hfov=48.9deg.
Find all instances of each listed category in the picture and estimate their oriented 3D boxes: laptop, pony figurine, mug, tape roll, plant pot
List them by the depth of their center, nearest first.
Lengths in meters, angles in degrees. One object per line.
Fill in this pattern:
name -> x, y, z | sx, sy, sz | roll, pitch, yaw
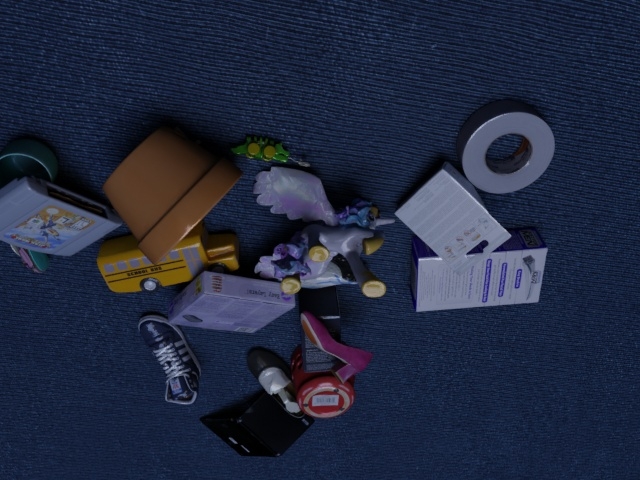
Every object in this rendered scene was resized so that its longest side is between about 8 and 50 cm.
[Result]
plant pot -> -0.342, -0.117, 1.570 | 0.203, 0.291, 0.291 | 44, 113, -11
mug -> -0.680, -0.167, 1.600 | 0.157, 0.097, 0.129 | 6, 126, -9
pony figurine -> 0.000, 0.000, 1.653 | 0.351, 0.363, 0.303 | 1, 113, 5
tape roll -> 0.438, -0.222, 1.678 | 0.219, 0.072, 0.219 | -3, 127, -4
plant pot -> 0.010, 0.408, 2.045 | 0.191, 0.174, 0.191 | -2, 129, -3
laptop -> -0.201, 0.577, 2.248 | 0.264, 0.137, 0.234 | -12, 131, 36

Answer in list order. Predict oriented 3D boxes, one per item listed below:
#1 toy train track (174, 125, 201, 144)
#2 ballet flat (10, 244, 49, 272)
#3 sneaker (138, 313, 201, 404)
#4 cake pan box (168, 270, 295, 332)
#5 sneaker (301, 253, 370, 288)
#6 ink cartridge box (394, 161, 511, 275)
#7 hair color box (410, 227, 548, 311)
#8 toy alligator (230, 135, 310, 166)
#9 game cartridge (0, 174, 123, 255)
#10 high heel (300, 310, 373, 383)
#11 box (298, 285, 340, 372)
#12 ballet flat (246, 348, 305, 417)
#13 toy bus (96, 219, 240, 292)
toy train track -> -0.311, -0.230, 1.639 | 0.048, 0.014, 0.083 | -28, 123, 15
ballet flat -> -0.739, -0.012, 1.733 | 0.079, 0.077, 0.221 | 5, 129, 16
sneaker -> -0.419, 0.342, 1.966 | 0.099, 0.153, 0.282 | -21, 125, 10
cake pan box -> -0.228, 0.167, 1.820 | 0.266, 0.070, 0.246 | 11, 153, -28
sneaker -> 0.014, 0.087, 1.872 | 0.237, 0.085, 0.086 | 1, 153, -10
ink cartridge box -> 0.324, -0.052, 1.727 | 0.232, 0.066, 0.189 | 41, 128, -6
hair color box -> 0.414, 0.078, 1.877 | 0.338, 0.110, 0.185 | -3, 126, -1
toy alligator -> -0.113, -0.213, 1.650 | 0.189, 0.056, 0.051 | 8, 85, -11
game cartridge -> -0.632, -0.046, 1.635 | 0.198, 0.062, 0.297 | -32, 153, 17
high heel -> 0.044, 0.252, 1.819 | 0.117, 0.082, 0.244 | -39, 110, -16
box -> -0.003, 0.235, 1.927 | 0.108, 0.153, 0.207 | -4, 125, -2
ballet flat -> -0.117, 0.431, 2.092 | 0.095, 0.096, 0.280 | -35, 122, 3
toy bus -> -0.376, 0.038, 1.774 | 0.332, 0.108, 0.130 | -12, 125, 5
